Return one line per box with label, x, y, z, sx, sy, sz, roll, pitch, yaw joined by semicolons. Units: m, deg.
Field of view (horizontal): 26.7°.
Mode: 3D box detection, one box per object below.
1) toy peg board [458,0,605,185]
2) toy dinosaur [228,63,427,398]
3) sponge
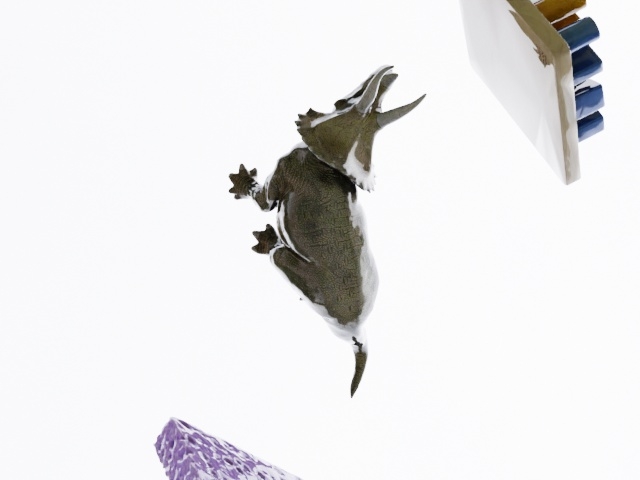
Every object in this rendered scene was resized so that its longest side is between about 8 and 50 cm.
toy peg board;0.181;-0.159;1.062;0.079;0.161;0.160;-28;-126;-5
toy dinosaur;0.000;0.000;1.176;0.160;0.121;0.313;-154;-118;-66
sponge;-0.016;0.198;0.927;0.031;0.210;0.117;-54;-151;9
